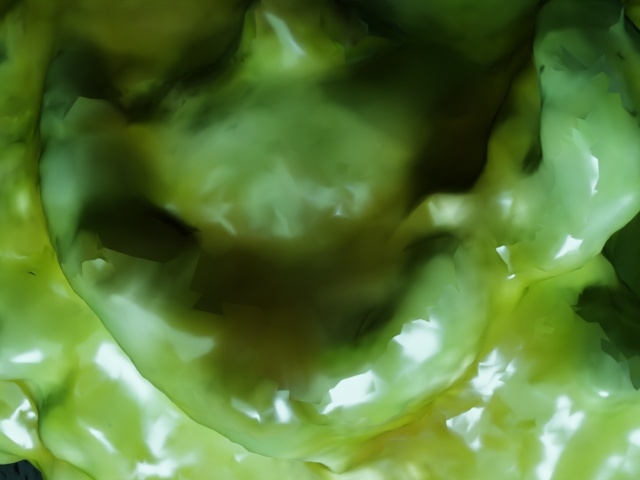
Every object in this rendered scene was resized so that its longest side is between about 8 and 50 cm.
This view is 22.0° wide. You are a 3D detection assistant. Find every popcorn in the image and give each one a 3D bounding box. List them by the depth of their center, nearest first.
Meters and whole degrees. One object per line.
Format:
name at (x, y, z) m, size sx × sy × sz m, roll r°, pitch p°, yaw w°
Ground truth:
popcorn at (0.009, 0.000, 0.653) m, size 0.336 × 0.279 × 0.274 m, roll 4°, pitch 119°, yaw 6°
